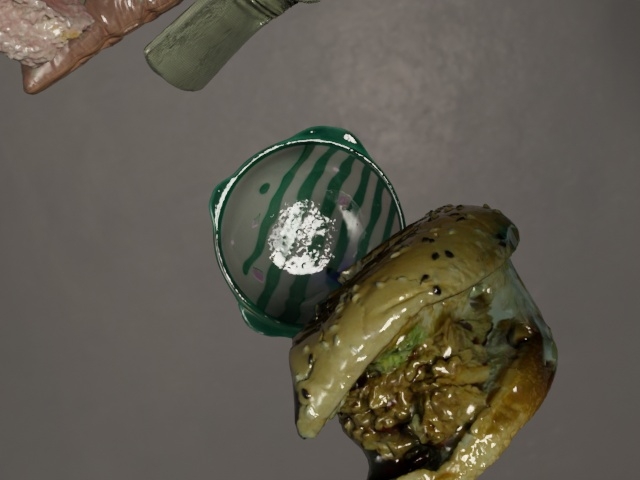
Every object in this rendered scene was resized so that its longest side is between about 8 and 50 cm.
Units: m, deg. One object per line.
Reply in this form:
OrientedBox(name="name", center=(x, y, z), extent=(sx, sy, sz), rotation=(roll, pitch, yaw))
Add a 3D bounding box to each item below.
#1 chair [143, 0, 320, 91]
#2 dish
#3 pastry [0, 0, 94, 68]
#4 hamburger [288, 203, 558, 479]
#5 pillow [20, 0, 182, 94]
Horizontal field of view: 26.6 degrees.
OrientedBox(name="chair", center=(-0.072, -0.329, 1.501), extent=(0.186, 0.319, 0.160), rotation=(62, 13, 13))
OrientedBox(name="dish", center=(0.000, 0.000, 1.396), extent=(0.078, 0.246, 0.224), rotation=(166, -55, -81))
OrientedBox(name="pastry", center=(-0.359, -0.275, 1.400), extent=(0.265, 0.112, 0.103), rotation=(42, 16, -35))
OrientedBox(name="hamburger", center=(0.092, 0.081, 1.083), extent=(0.167, 0.192, 0.288), rotation=(50, 24, -3))
OrientedBox(name="pillow", center=(-0.272, -0.307, 1.571), extent=(0.084, 0.236, 0.223), rotation=(36, 26, -55))
